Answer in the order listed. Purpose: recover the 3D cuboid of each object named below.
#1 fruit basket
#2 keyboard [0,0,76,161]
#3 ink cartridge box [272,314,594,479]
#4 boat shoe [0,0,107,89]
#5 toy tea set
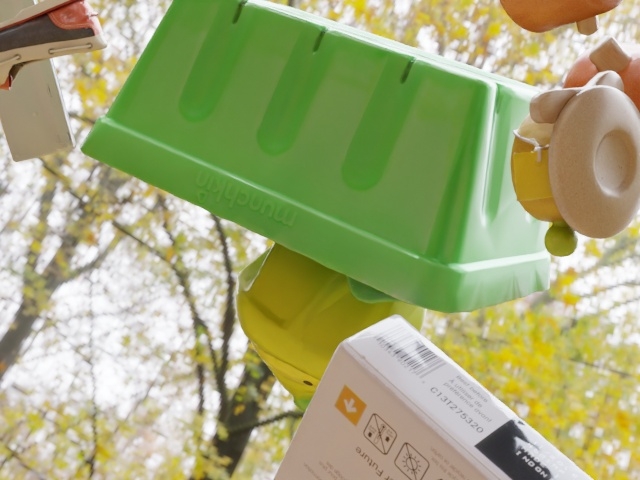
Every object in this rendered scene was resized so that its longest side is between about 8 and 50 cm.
[{"bbox_3d":[0.000,0.000,0.968,0.392,0.283,0.392,2,-87,31],"label":"fruit basket"},{"bbox_3d":[-0.321,-0.196,1.179,0.072,0.014,0.256,-11,-52,-5],"label":"keyboard"},{"bbox_3d":[0.026,0.238,0.689,0.175,0.069,0.371,40,-56,23],"label":"ink cartridge box"},{"bbox_3d":[-0.207,-0.119,0.726,0.137,0.049,0.043,-24,-75,-4],"label":"boat shoe"},{"bbox_3d":[0.154,-0.166,0.683,0.124,0.200,0.336,4,-78,51],"label":"toy tea set"}]
